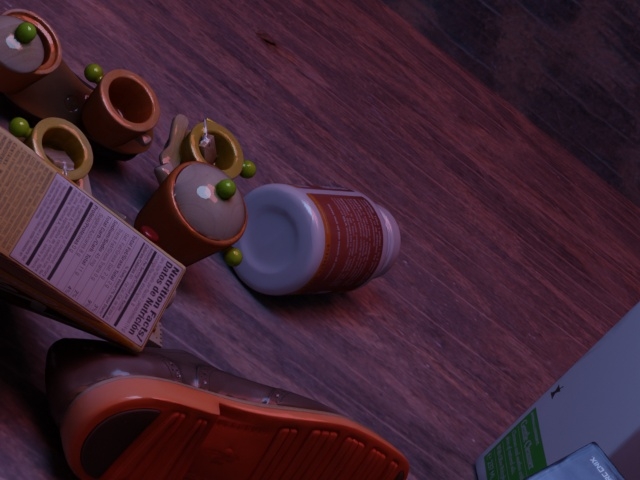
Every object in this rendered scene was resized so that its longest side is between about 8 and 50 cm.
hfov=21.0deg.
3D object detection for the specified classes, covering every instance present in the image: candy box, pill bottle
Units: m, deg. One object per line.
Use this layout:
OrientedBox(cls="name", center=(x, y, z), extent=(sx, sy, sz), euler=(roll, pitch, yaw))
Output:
OrientedBox(cls="candy box", center=(-0.273, -0.033, 1.338), extent=(0.183, 0.087, 0.316), euler=(16, -17, 42))
OrientedBox(cls="pill bottle", center=(0.000, 0.000, 1.912), extent=(0.121, 0.121, 0.216), euler=(50, 22, 21))

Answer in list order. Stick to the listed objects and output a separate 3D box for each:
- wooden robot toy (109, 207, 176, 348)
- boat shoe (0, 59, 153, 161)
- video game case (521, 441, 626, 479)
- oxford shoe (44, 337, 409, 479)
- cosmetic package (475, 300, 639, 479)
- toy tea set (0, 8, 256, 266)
OrientedBox(cls="wooden robot toy", center=(-0.161, 0.043, 1.624), extent=(0.079, 0.076, 0.173), euler=(37, 18, -42))
OrientedBox(cls="boat shoe", center=(-0.276, -0.144, 1.807), extent=(0.207, 0.073, 0.073), euler=(35, -20, -26))
OrientedBox(cls="video game case", center=(0.181, 0.308, 1.478), extent=(0.274, 0.026, 0.196), euler=(-25, 56, -18))
OrientedBox(cls="oxford shoe", center=(-0.072, 0.155, 1.474), extent=(0.364, 0.130, 0.133), euler=(23, 21, -39))
OrientedBox(cls="cosmetic package", center=(0.340, 0.198, 1.760), extent=(0.155, 0.365, 0.197), euler=(35, 21, -17))
OrientedBox(cls="toy tea set", center=(-0.192, -0.109, 1.712), extent=(0.336, 0.124, 0.200), euler=(29, 48, -27))
